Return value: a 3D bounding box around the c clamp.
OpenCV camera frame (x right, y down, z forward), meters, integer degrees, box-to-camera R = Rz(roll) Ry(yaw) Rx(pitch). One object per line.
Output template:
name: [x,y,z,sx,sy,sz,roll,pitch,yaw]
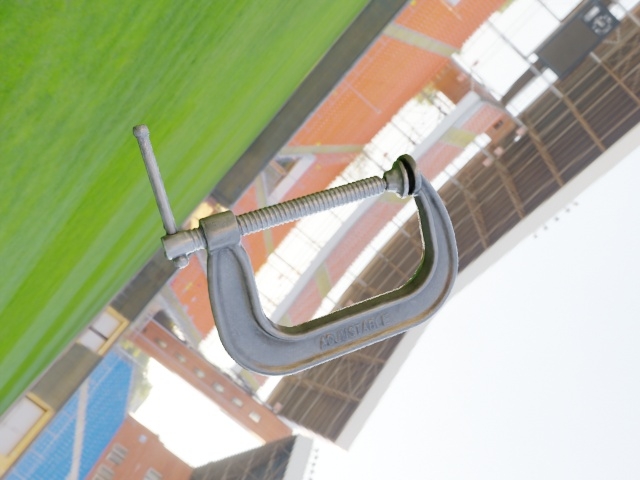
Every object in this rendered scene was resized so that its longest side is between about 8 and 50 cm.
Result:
c clamp: [0.000,0.000,0.323,0.161,0.137,0.022,-12,-166,-20]
